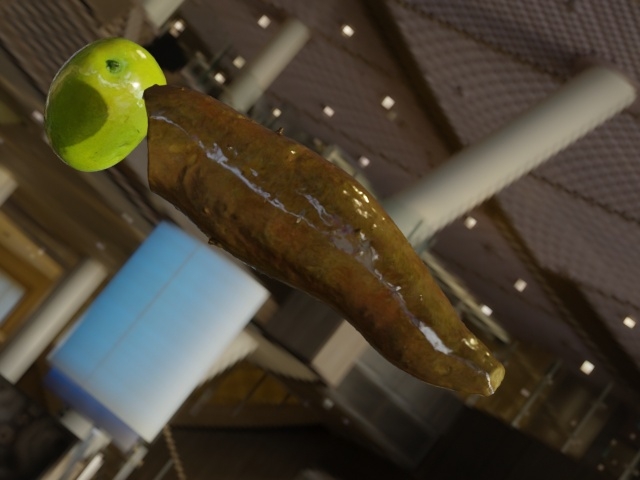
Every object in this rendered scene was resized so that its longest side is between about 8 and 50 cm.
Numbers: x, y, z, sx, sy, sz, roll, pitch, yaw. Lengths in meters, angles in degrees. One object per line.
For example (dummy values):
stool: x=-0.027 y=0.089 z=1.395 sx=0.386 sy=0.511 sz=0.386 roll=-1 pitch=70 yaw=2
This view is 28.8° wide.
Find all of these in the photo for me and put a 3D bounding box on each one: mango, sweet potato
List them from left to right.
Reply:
mango: x=-0.141 y=-0.085 z=0.805 sx=0.056 sy=0.073 sz=0.108 roll=62 pitch=-33 yaw=31
sweet potato: x=0.000 y=0.000 z=0.676 sx=0.243 sy=0.077 sz=0.077 roll=36 pitch=-13 yaw=5
